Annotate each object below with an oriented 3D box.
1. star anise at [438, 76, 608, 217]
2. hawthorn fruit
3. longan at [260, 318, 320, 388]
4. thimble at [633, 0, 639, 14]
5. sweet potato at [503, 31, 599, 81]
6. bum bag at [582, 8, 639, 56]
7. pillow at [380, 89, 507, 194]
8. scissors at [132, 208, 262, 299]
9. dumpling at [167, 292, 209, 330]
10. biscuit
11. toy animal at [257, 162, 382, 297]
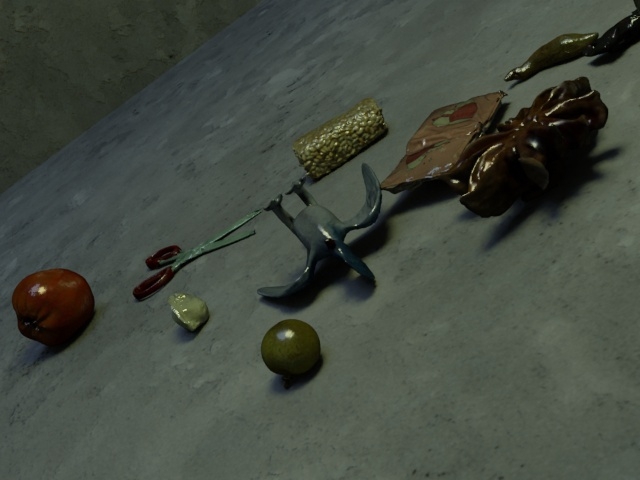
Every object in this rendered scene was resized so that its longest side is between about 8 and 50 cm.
[{"bbox_3d":[0.254,-0.106,1.244,0.220,0.099,0.214,-34,9,16],"label":"star anise"},{"bbox_3d":[-0.460,0.109,1.760,0.132,0.133,0.138,-17,19,37],"label":"hawthorn fruit"},{"bbox_3d":[-0.036,0.136,1.211,0.075,0.075,0.083,-8,76,47],"label":"longan"},{"bbox_3d":[0.500,-0.299,1.181,0.270,0.150,0.271,-27,20,11],"label":"thimble"},{"bbox_3d":[0.346,-0.280,1.520,0.153,0.038,0.041,-24,2,29],"label":"sweet potato"},{"bbox_3d":[0.431,-0.295,1.434,0.124,0.034,0.058,-36,14,-3],"label":"bum bag"},{"bbox_3d":[0.182,-0.140,1.460,0.135,0.049,0.248,-17,25,38],"label":"pillow"},{"bbox_3d":[-0.210,0.016,1.736,0.247,0.017,0.144,-26,25,18],"label":"scissors"},{"bbox_3d":[-0.195,0.100,1.497,0.052,0.057,0.076,-14,31,40],"label":"dumpling"},{"bbox_3d":[0.033,-0.173,1.705,0.168,0.070,0.082,-32,32,3],"label":"biscuit"},{"bbox_3d":[0.000,0.000,1.382,0.239,0.176,0.255,-43,-3,2],"label":"toy animal"}]
